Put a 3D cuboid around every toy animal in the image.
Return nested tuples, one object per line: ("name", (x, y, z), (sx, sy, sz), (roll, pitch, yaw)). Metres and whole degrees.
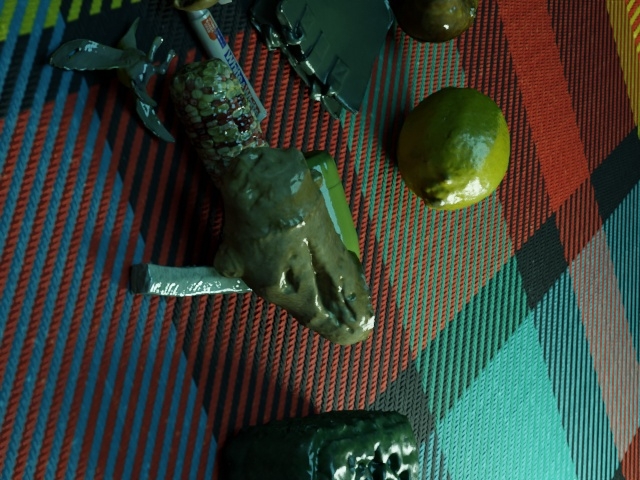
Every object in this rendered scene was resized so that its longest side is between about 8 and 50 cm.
("toy animal", (-0.226, -0.224, 1.375), (0.219, 0.095, 0.155), (43, 53, -44))

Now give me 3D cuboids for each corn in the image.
("corn", (-0.119, -0.117, 1.507), (0.098, 0.098, 0.290), (-54, 130, -46))

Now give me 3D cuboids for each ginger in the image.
("ginger", (0.220, -0.471, 2.041), (0.165, 0.172, 0.321), (27, 45, -6))
("ginger", (-0.029, 0.023, 1.486), (0.190, 0.126, 0.354), (-45, 125, -8))

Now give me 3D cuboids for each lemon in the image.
("lemon", (0.237, -0.164, 1.943), (0.204, 0.204, 0.260), (50, 48, -38))

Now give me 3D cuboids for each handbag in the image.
("handbag", (0.008, -0.359, 1.762), (0.247, 0.079, 0.260), (50, 46, -37))

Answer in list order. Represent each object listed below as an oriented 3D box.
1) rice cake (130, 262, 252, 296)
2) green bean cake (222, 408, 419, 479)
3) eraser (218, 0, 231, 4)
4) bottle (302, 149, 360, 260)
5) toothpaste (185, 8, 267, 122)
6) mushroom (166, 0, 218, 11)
("rice cake", (-0.157, 0.051, 1.458), (0.245, 0.042, 0.045), (0, 85, -56))
("green bean cake", (0.020, 0.399, 1.530), (0.300, 0.169, 0.308), (1, 84, -56))
("eraser", (-0.153, -0.434, 1.591), (0.104, 0.023, 0.150), (39, 53, -45))
("bottle", (0.000, 0.000, 1.638), (0.112, 0.112, 0.260), (-35, 112, -53))
("toothpaste", (-0.136, -0.254, 1.572), (0.052, 0.033, 0.218), (-59, 134, -36))
("mushroom", (-0.232, -0.443, 1.386), (0.350, 0.128, 0.128), (52, 44, -34))
